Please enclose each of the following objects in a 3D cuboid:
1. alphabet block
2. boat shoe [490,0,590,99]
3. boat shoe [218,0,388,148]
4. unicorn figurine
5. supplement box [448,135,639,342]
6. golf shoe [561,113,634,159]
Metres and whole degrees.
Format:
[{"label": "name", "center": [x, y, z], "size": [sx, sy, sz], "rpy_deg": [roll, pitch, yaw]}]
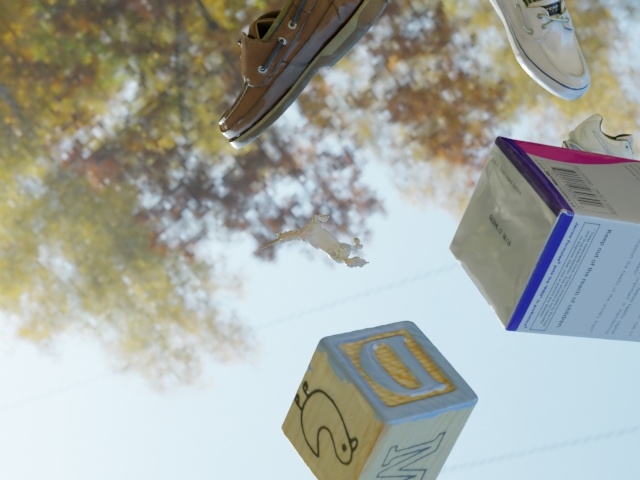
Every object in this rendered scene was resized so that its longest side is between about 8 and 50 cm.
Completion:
[{"label": "alphabet block", "center": [0.087, 0.262, 2.003], "size": [0.192, 0.193, 0.197], "rpy_deg": [50, -48, 37]}, {"label": "boat shoe", "center": [0.284, -0.290, 1.736], "size": [0.083, 0.226, 0.076], "rpy_deg": [-26, 165, -29]}, {"label": "boat shoe", "center": [-0.045, -0.232, 1.610], "size": [0.307, 0.104, 0.111], "rpy_deg": [-42, -165, 39]}, {"label": "unicorn figurine", "center": [0.000, 0.000, 2.202], "size": [0.162, 0.060, 0.111], "rpy_deg": [20, -159, 16]}, {"label": "supplement box", "center": [0.231, 0.004, 1.043], "size": [0.111, 0.220, 0.114], "rpy_deg": [61, -43, 50]}, {"label": "golf shoe", "center": [0.434, -0.109, 1.913], "size": [0.086, 0.176, 0.069], "rpy_deg": [-51, -171, 5]}]
